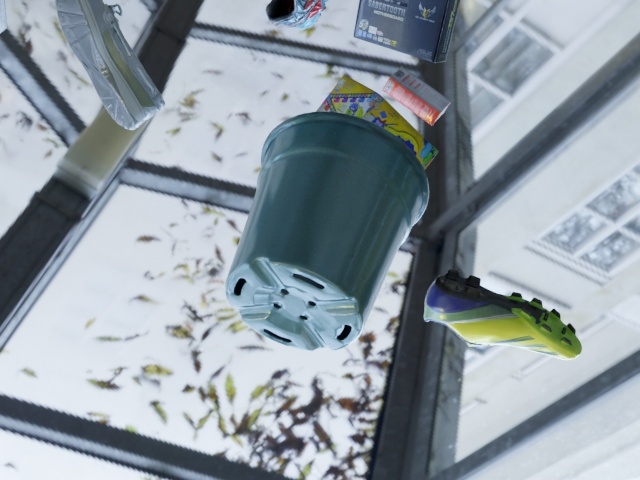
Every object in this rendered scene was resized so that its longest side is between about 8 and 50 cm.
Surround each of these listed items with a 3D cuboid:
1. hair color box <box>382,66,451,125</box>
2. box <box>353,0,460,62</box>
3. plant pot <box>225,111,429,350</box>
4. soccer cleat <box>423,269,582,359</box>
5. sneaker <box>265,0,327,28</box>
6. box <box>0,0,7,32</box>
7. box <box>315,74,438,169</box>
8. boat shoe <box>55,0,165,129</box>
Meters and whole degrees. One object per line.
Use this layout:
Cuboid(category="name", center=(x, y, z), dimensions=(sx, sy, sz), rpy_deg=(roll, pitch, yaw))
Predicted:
Cuboid(category="hair color box", center=(0.219, -0.329, 1.900), dimensions=(0.141, 0.043, 0.072), rpy_deg=(37, -137, 6))
Cuboid(category="box", center=(0.195, -0.521, 1.888), dimensions=(0.233, 0.183, 0.059), rpy_deg=(26, -153, 29))
Cuboid(category="plant pot", center=(0.000, 0.000, 1.539), dimensions=(0.341, 0.341, 0.334), rpy_deg=(33, -130, -15))
Cuboid(category="soccer cleat", center=(0.325, 0.154, 1.513), dimensions=(0.289, 0.121, 0.093), rpy_deg=(23, -152, 6))
Cuboid(category="sneaker", center=(-0.028, -0.532, 1.696), dimensions=(0.125, 0.261, 0.104), rpy_deg=(-18, -121, -42))
Cuboid(category="box", center=(-0.505, -0.303, 1.052), dimensions=(0.119, 0.181, 0.182), rpy_deg=(37, -119, 0))
Cuboid(category="box", center=(0.107, -0.230, 2.232), dimensions=(0.290, 0.279, 0.177), rpy_deg=(34, -176, -42))
Cuboid(category="boat shoe", center=(-0.404, -0.371, 1.607), dimensions=(0.103, 0.118, 0.320), rpy_deg=(-40, -59, -29))
